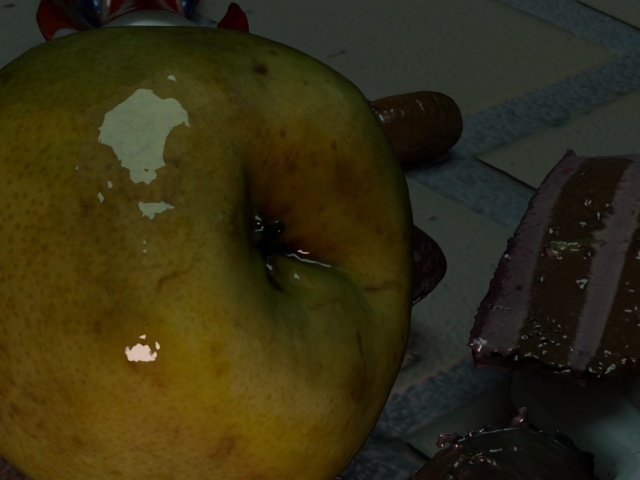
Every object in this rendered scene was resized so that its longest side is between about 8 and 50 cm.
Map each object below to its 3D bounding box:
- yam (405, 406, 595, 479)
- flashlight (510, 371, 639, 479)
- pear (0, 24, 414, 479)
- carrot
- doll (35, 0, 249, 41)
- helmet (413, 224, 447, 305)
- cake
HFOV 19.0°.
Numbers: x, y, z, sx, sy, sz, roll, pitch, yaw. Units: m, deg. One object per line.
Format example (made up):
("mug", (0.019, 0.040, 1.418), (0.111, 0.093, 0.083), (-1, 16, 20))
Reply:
("yam", (0.115, 0.200, 0.975), (0.131, 0.131, 0.280), (1, 23, -8))
("flashlight", (0.187, 0.133, 1.210), (0.093, 0.047, 0.200), (-10, 31, -26))
("pear", (-0.103, 0.019, 1.121), (0.304, 0.304, 0.304), (4, 30, -2))
("carrot", (0.009, -0.074, 1.531), (0.248, 0.059, 0.059), (-16, 36, -28))
("doll", (-0.151, -0.183, 1.661), (0.188, 0.099, 0.384), (-2, 24, -10))
("helmet", (-0.015, 0.008, 1.311), (0.177, 0.153, 0.107), (32, 71, 25))
("cake", (0.186, 0.033, 1.308), (0.116, 0.113, 0.295), (5, 25, 19))
